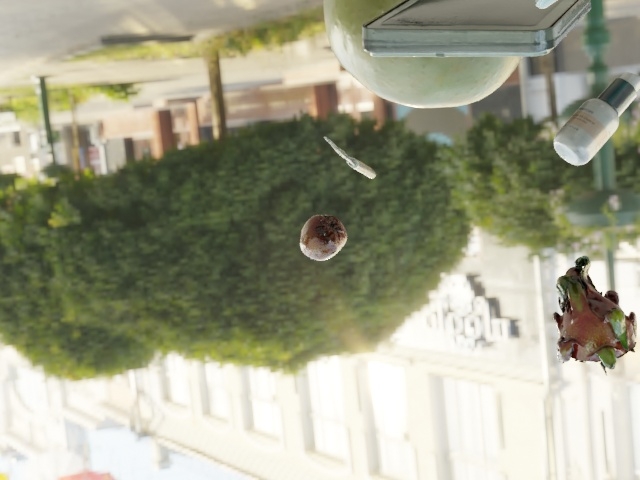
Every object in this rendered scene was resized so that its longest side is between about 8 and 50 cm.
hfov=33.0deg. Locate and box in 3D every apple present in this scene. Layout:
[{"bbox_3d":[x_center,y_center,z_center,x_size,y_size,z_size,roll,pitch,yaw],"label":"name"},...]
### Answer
[{"bbox_3d":[0.227,-0.509,2.235,0.474,0.473,0.473,-6,-174,1],"label":"apple"}]

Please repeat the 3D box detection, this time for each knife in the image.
[{"bbox_3d":[0.047,-0.144,1.860,0.017,0.047,0.298,-41,167,9],"label":"knife"}]

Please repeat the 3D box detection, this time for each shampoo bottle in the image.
[{"bbox_3d":[0.483,-0.216,1.854,0.192,0.074,0.074,-47,-164,-9],"label":"shampoo bottle"}]

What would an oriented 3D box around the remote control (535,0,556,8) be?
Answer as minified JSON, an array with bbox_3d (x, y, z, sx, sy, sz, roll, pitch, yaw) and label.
[{"bbox_3d":[0.224,-0.240,0.823,0.029,0.061,0.162,19,148,-33],"label":"remote control"}]

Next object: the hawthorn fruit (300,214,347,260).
[{"bbox_3d":[0.002,-0.005,1.696,0.077,0.077,0.077,-6,-174,1],"label":"hawthorn fruit"}]

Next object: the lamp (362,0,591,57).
[{"bbox_3d":[0.222,-0.310,1.512,0.266,0.047,0.269,4,-155,26],"label":"lamp"}]

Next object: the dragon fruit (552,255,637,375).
[{"bbox_3d":[0.394,0.114,1.609,0.138,0.175,0.142,-16,173,-25],"label":"dragon fruit"}]
